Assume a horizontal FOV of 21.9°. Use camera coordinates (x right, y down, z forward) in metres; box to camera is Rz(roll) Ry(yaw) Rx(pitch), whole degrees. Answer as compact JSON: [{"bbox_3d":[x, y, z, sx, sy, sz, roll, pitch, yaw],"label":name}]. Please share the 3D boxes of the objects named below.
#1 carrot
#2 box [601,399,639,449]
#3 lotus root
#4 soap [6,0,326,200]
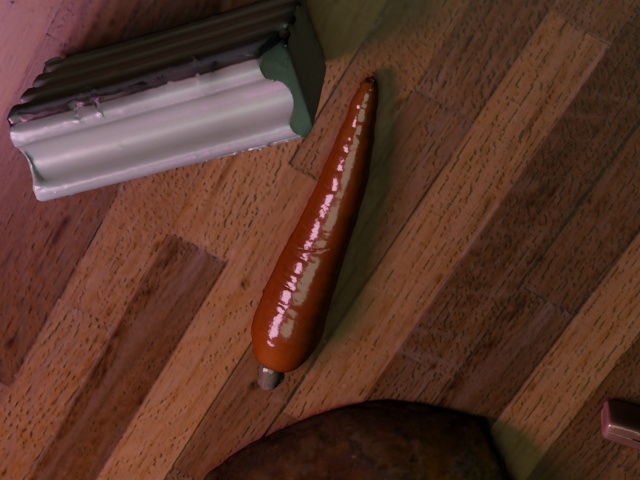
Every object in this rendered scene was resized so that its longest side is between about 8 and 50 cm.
[{"bbox_3d":[0.000,0.000,1.537,0.069,0.069,0.336,19,113,-4],"label":"carrot"},{"bbox_3d":[0.329,0.187,1.604,0.115,0.048,0.025,18,124,-3],"label":"box"},{"bbox_3d":[0.035,0.286,1.642,0.314,0.142,0.210,-21,113,16],"label":"lotus root"},{"bbox_3d":[-0.131,-0.123,1.425,0.261,0.150,0.094,-14,113,15],"label":"soap"}]
